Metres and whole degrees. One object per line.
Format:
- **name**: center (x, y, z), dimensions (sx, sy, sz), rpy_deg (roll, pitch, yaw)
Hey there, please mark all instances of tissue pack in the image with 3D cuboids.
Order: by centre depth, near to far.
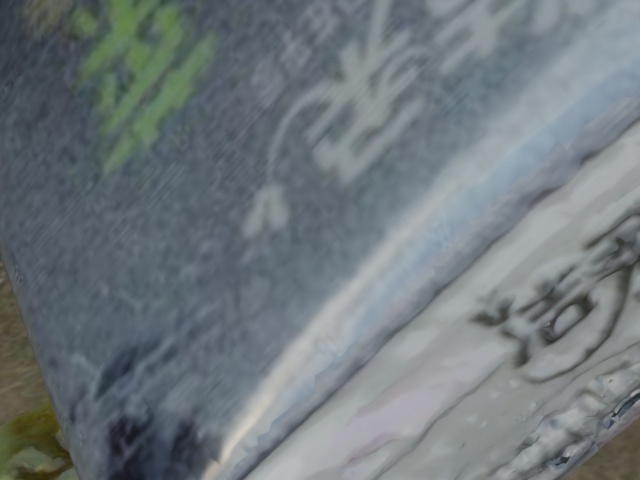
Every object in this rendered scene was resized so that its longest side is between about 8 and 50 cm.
- **tissue pack**: center (-0.001, -0.115, 0.504), dimensions (0.124, 0.288, 0.394), rpy_deg (25, 28, -45)

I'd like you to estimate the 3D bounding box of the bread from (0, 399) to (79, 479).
- **bread**: center (-0.178, 0.188, 1.237), dimensions (0.152, 0.130, 0.267), rpy_deg (41, 41, 18)
